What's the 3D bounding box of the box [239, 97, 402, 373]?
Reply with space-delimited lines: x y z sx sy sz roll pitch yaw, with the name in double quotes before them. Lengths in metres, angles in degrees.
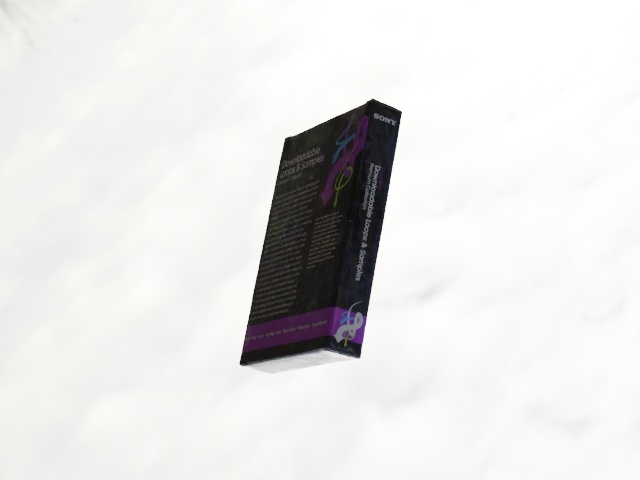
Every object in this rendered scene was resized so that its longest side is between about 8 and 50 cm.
"box" 0.000 0.000 1.001 0.116 0.029 0.162 -17 -120 59
